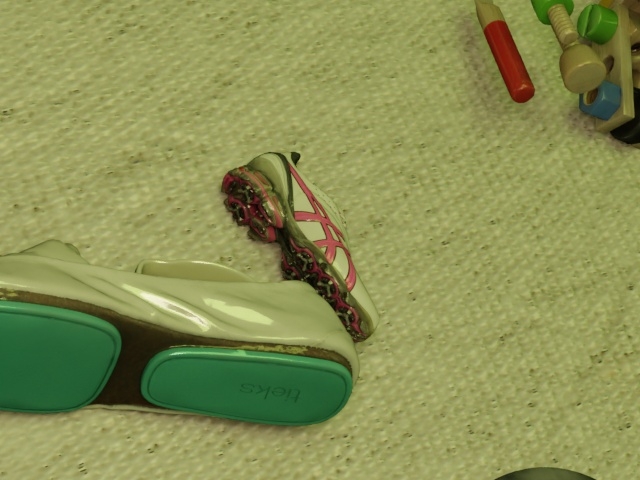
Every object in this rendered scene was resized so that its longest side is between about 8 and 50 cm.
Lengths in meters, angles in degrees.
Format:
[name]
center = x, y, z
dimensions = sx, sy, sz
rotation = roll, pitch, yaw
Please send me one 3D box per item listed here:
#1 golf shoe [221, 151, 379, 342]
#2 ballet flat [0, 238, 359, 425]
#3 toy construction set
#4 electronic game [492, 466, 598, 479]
[golf shoe]
center = 0.000, 0.000, 1.632
dimensions = 0.086, 0.067, 0.186
rotation = -28, 78, -34
[ballet flat]
center = -0.162, 0.065, 1.505
dimensions = 0.400, 0.139, 0.139
rotation = 8, 61, -25
[toy construction set]
center = 0.294, -0.243, 1.830
dimensions = 0.309, 0.257, 0.237
rotation = -6, 50, -15
[electronic game]
center = 0.194, 0.300, 1.572
dimensions = 0.229, 0.048, 0.229
rotation = 7, 69, -20
